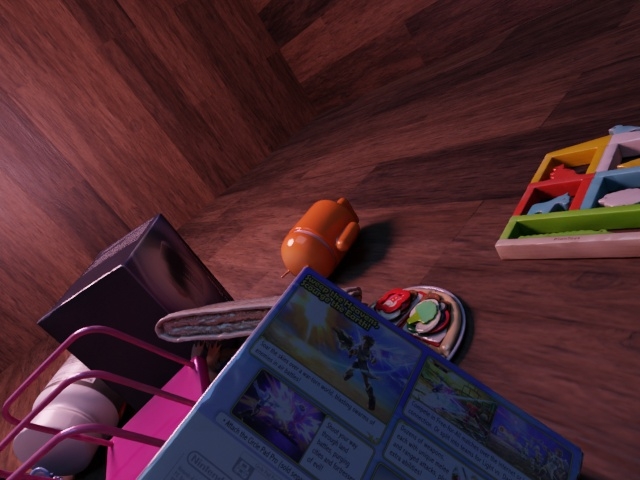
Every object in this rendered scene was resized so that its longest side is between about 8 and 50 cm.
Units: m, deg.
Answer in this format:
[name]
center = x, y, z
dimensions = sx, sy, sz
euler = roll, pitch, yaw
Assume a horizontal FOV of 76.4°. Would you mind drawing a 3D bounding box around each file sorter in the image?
[file sorter]
center = -0.238, 0.271, 0.433
dimensions = 0.202, 0.182, 0.291
euler = -44, 38, 9

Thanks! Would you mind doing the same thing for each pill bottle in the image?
[pill bottle]
center = -0.487, 0.324, 0.861
dimensions = 0.161, 0.161, 0.283
euler = -30, 23, 12

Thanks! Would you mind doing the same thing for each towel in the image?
[towel]
center = -0.075, 0.112, 0.624
dimensions = 0.282, 0.049, 0.187
euler = -8, -5, 14

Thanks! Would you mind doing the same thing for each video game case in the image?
[video game case]
center = 0.028, 0.186, 0.293
dimensions = 0.244, 0.269, 0.061
euler = -51, -10, -33

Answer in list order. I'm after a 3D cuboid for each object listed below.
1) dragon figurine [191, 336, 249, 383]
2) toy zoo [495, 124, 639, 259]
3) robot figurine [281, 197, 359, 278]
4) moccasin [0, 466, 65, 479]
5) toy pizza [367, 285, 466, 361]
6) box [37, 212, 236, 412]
[dragon figurine]
center = -0.145, 0.247, 0.626
dimensions = 0.085, 0.144, 0.289
euler = -15, 48, 39
[toy zoo]
center = 0.400, -0.081, 0.589
dimensions = 0.192, 0.030, 0.293
euler = -5, 36, 51
[robot figurine]
center = -0.001, 0.001, 0.875
dimensions = 0.158, 0.128, 0.219
euler = 24, 51, 18
[moccasin]
center = -0.472, 0.444, 0.650
dimensions = 0.342, 0.117, 0.138
euler = -21, 25, 31
[toy pizza]
center = 0.105, 0.130, 0.579
dimensions = 0.201, 0.032, 0.201
euler = -29, 22, 13
[box]
center = -0.317, 0.143, 0.811
dimensions = 0.183, 0.296, 0.294
euler = -33, 23, 4
